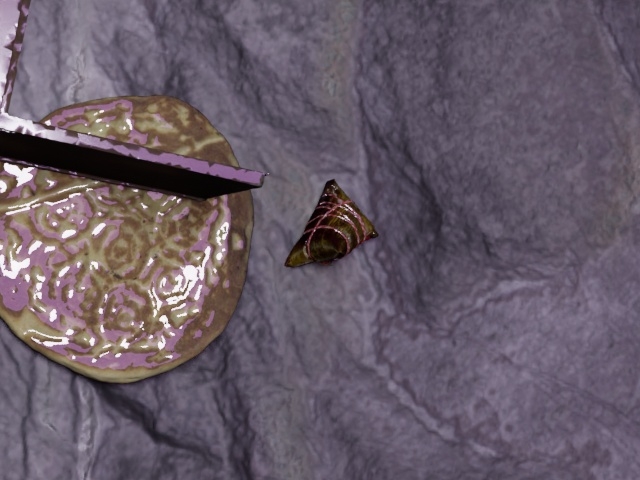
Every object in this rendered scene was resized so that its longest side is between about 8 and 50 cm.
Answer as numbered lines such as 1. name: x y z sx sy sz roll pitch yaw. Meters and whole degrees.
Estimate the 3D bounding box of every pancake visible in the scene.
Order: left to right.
1. pancake: -0.170 -0.001 1.660 0.250 0.031 0.250 -1 92 -22

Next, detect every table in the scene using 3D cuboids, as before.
1. table: -0.177 -0.180 1.543 0.282 0.196 0.250 12 81 -18

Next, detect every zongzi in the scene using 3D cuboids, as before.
1. zongzi: 0.000 0.000 1.724 0.067 0.073 0.083 52 35 -15
